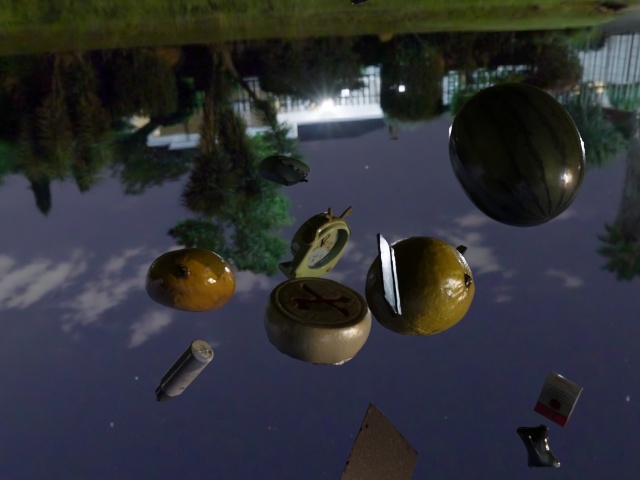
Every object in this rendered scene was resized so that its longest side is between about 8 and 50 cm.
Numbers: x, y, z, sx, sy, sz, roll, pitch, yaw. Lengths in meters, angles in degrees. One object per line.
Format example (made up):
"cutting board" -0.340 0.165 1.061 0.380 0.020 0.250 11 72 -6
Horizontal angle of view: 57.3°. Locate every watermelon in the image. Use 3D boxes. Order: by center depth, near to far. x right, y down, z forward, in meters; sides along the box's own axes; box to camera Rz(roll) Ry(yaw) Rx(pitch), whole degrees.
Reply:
"watermelon" 0.435 -0.204 1.330 0.279 0.359 0.279 -19 164 -6

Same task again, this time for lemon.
"lemon" 0.271 0.127 1.626 0.297 0.297 0.297 -2 -159 1

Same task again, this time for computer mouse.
"computer mouse" -0.128 -0.239 1.935 0.229 0.068 0.113 18 -134 38

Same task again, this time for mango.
"mango" -0.262 0.086 1.182 0.177 0.119 0.317 3 170 -15

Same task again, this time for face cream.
"face cream" -0.485 0.466 2.021 0.092 0.311 0.092 31 -150 -20

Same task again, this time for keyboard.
"keyboard" 0.124 0.061 1.089 0.018 0.060 0.195 -26 -149 18

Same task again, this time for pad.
"pad" 0.121 0.567 1.332 0.004 0.220 0.330 -19 -152 41

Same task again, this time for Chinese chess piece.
"Chinese chess piece" -0.010 0.245 1.838 0.338 0.140 0.338 9 -156 -4

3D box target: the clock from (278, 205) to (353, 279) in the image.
"clock" 0.000 0.000 2.032 0.235 0.308 0.096 -9 -134 -49

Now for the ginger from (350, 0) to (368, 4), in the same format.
"ginger" 0.135 -0.783 1.820 0.096 0.067 0.165 25 163 -36

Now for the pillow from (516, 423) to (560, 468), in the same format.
"pillow" 0.645 0.611 1.736 0.091 0.135 0.055 -21 -177 7

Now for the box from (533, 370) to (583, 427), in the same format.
"box" 0.714 0.480 1.766 0.100 0.152 0.048 29 -139 32

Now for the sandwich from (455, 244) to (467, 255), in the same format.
"sandwich" 0.463 0.051 2.000 0.031 0.083 0.044 40 -159 31
